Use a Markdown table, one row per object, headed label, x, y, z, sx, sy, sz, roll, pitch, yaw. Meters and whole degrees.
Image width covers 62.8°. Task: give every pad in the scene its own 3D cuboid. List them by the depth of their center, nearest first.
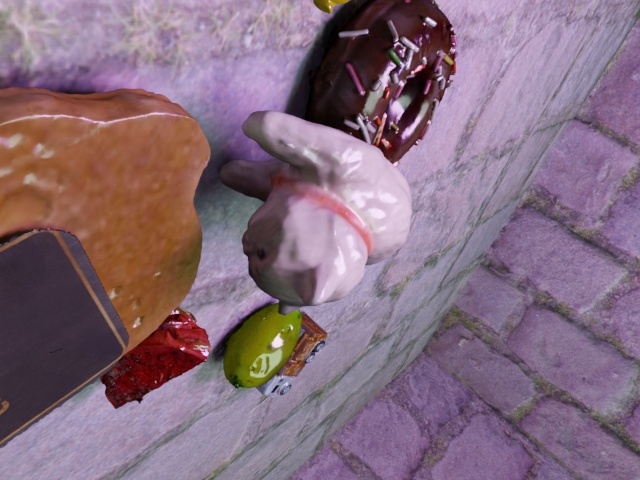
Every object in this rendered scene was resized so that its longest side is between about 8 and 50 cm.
| label | x | y | z | sx | sy | sz | roll | pitch | yaw |
| --- | --- | --- | --- | --- | --- | --- | --- | --- | --- |
| pad | -0.314 | 0.184 | 0.416 | 0.375 | 0.063 | 0.315 | -36 | 154 | -25 |

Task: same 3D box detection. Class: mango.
| label | x | y | z | sx | sy | sz | roll | pitch | yaw |
| --- | --- | --- | --- | --- | --- | --- | --- | --- | --- |
| mango | -0.101 | 0.178 | 0.920 | 0.178 | 0.100 | 0.119 | -51 | -162 | -21 |

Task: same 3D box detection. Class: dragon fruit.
| label | x | y | z | sx | sy | sz | roll | pitch | yaw |
| --- | --- | --- | --- | --- | --- | --- | --- | --- | --- |
| dragon fruit | -0.215 | 0.127 | 0.656 | 0.162 | 0.083 | 0.106 | -35 | -151 | 23 |

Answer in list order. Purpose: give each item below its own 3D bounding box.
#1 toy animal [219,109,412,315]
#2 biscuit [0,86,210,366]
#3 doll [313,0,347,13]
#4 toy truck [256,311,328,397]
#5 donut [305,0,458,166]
| label | x | y | z | sx | sy | sz | roll | pitch | yaw |
| --- | --- | --- | --- | --- | --- | --- | --- | --- | --- |
| toy animal | 0.000 | 0.000 | 0.649 | 0.266 | 0.188 | 0.308 | -2 | 165 | -27 |
| biscuit | -0.268 | 0.044 | 0.433 | 0.385 | 0.062 | 0.365 | -29 | 151 | -38 |
| doll | 0.045 | -0.300 | 0.507 | 0.162 | 0.062 | 0.106 | -52 | 162 | -1 |
| toy truck | -0.078 | 0.236 | 1.072 | 0.177 | 0.080 | 0.115 | -55 | 152 | 7 |
| donut | 0.084 | -0.193 | 0.696 | 0.270 | 0.103 | 0.269 | -41 | 154 | -25 |
